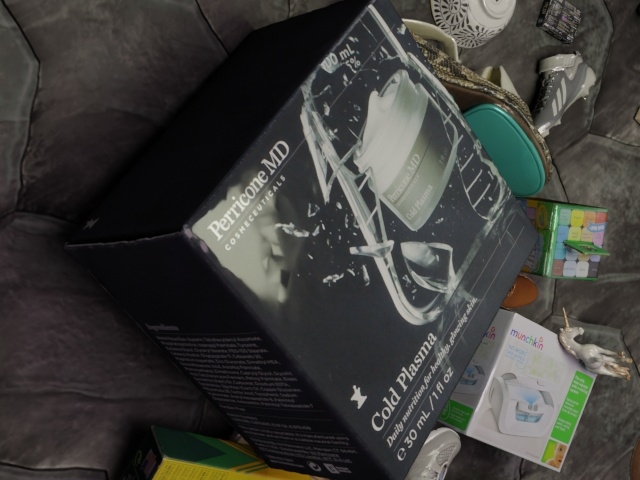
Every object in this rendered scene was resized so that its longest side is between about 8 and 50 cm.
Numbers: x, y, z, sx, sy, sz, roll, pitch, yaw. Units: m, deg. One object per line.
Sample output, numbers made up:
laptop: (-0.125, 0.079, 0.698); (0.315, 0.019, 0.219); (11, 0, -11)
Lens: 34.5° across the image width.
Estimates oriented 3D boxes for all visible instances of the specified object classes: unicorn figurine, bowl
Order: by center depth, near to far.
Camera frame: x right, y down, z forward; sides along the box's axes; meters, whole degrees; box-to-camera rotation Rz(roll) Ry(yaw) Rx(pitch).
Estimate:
bowl: (0.276, -0.411, 1.737); (0.170, 0.080, 0.170); (-6, 100, -33)
unicorn figurine: (0.482, 0.200, 1.810); (0.060, 0.111, 0.162); (-55, 137, -28)

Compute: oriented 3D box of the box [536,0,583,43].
box: (0.436, -0.405, 1.876); (0.083, 0.018, 0.067); (20, 86, -33)

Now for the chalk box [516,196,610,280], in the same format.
chalk box: (0.408, -0.005, 1.802); (0.132, 0.213, 0.132); (4, 95, -33)

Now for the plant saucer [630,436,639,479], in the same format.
plant saucer: (0.741, 0.472, 2.195); (0.199, 0.036, 0.198); (-6, 100, -33)

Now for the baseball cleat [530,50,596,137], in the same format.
baseball cleat: (0.410, -0.265, 1.863); (0.206, 0.072, 0.109); (-44, 104, -25)

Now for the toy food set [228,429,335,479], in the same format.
toy food set: (0.020, 0.299, 1.673); (0.306, 0.092, 0.219); (40, 76, -31)

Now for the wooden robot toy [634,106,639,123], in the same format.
wooden robot toy: (0.708, -0.237, 2.040); (0.173, 0.079, 0.076); (4, 95, -33)

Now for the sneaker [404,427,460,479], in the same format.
sneaker: (0.162, 0.441, 1.706); (0.281, 0.115, 0.105); (-52, 145, -20)

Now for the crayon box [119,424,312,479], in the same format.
crayon box: (-0.152, 0.404, 1.546); (0.319, 0.081, 0.202); (21, 109, -33)

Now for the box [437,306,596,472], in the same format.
box: (0.351, 0.262, 1.861); (0.262, 0.127, 0.231); (28, 83, -34)

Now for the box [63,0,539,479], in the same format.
box: (0.000, 0.000, 1.438); (0.471, 0.297, 0.480); (51, 56, -25)

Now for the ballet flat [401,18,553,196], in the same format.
ballet flat: (0.217, -0.250, 1.695); (0.483, 0.164, 0.182); (28, 56, -31)

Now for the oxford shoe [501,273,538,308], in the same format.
oxford shoe: (0.322, 0.086, 1.846); (0.212, 0.076, 0.076); (11, 89, -35)
